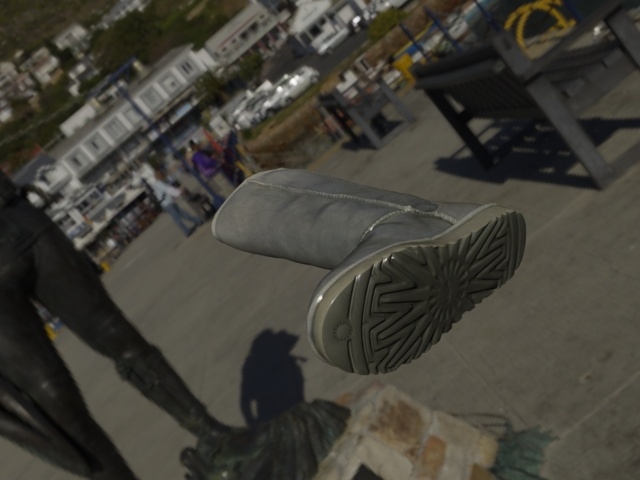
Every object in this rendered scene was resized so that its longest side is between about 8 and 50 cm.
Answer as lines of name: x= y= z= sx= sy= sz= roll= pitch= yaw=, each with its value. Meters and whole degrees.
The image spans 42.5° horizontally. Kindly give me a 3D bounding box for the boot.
boot: x=-0.001 y=0.002 z=0.527 sx=0.208 sy=0.076 sz=0.190 roll=20 pitch=28 yaw=39
